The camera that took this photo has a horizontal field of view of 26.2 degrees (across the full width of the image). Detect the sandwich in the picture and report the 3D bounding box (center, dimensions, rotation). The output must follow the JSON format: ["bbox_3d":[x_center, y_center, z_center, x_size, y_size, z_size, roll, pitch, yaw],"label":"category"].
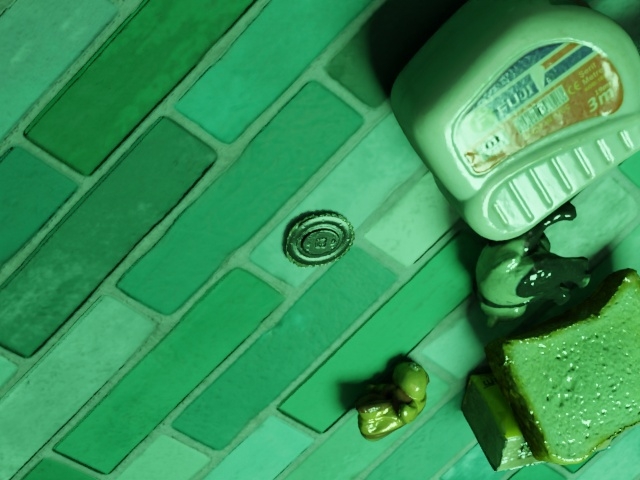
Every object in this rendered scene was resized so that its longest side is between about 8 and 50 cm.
[{"bbox_3d":[0.326,0.158,1.684,0.214,0.065,0.186,-24,93,-16],"label":"sandwich"}]

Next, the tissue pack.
[{"bbox_3d":[0.283,0.218,1.766,0.169,0.120,0.082,-8,130,-15],"label":"tissue pack"}]

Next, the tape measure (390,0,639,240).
[{"bbox_3d":[0.223,-0.146,1.469,0.258,0.130,0.265,-35,125,2],"label":"tape measure"}]

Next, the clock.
[{"bbox_3d":[0.000,0.000,1.560,0.083,0.010,0.074,-4,126,-19],"label":"clock"}]

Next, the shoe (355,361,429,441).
[{"bbox_3d":[0.091,0.200,1.706,0.109,0.072,0.069,-26,135,-2],"label":"shoe"}]

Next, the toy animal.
[{"bbox_3d":[0.236,0.039,1.604,0.121,0.094,0.225,-22,167,-8],"label":"toy animal"}]
